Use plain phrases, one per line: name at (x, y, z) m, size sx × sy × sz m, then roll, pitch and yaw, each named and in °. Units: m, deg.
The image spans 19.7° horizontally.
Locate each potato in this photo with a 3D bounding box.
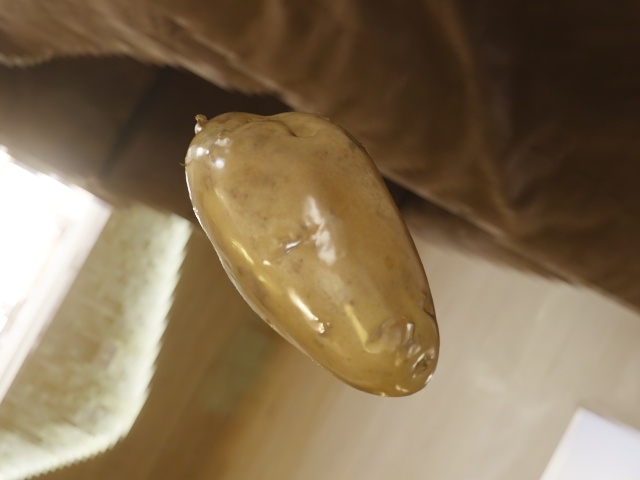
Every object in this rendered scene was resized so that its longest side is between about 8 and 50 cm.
potato at (0.000, -0.002, 1.269) m, size 0.235 × 0.128 × 0.161 m, roll 46°, pitch 163°, yaw 37°
